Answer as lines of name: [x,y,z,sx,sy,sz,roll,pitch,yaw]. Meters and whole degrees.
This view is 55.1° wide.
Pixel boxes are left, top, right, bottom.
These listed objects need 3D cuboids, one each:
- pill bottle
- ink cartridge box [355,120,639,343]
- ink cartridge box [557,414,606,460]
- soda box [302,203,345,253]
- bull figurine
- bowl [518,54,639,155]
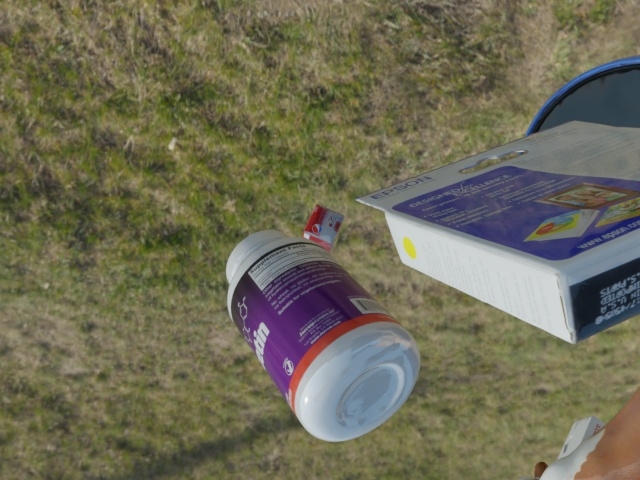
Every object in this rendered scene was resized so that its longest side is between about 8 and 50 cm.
pill bottle: [-0.017,0.115,0.878,0.182,0.323,0.181,-18,128,-24]
ink cartridge box: [0.232,-0.035,0.560,0.304,0.307,0.072,-20,107,-16]
ink cartridge box: [0.393,0.310,0.828,0.122,0.088,0.052,32,152,10]
soda box: [0.000,0.000,1.674,0.083,0.092,0.263,23,160,3]
bull figurine: [0.368,0.264,0.688,0.188,0.101,0.310,41,97,6]
bowl: [0.498,-0.101,0.979,0.077,0.391,0.391,-6,149,-46]
